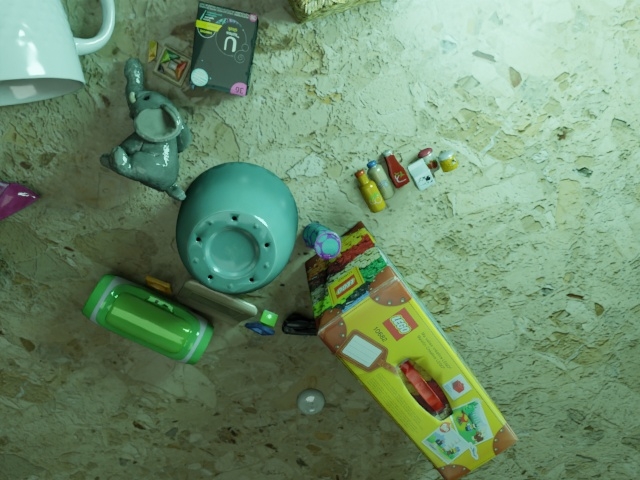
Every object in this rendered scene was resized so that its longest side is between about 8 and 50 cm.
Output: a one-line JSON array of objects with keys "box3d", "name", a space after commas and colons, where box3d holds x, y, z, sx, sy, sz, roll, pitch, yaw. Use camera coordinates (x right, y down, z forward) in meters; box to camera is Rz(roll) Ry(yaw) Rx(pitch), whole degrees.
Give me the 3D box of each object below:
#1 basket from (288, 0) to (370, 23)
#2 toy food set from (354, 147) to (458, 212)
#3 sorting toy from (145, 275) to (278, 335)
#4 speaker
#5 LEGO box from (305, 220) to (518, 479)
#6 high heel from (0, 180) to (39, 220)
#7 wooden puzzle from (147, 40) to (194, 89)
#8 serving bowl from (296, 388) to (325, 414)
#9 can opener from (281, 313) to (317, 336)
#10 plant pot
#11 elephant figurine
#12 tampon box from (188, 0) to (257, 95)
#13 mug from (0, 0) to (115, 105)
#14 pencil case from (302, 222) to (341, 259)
[{"box3d": [0.066, -0.570, 0.887, 0.299, 0.223, 0.214, -16, 110, 1], "name": "basket"}, {"box3d": [0.196, -0.172, 1.097, 0.232, 0.111, 0.105, -28, 110, 7], "name": "toy food set"}, {"box3d": [-0.259, 0.146, 1.155, 0.347, 0.196, 0.047, 26, 64, -14], "name": "sorting toy"}, {"box3d": [-0.423, 0.198, 1.159, 0.296, 0.131, 0.131, 30, 104, -15], "name": "speaker"}, {"box3d": [0.192, 0.243, 1.106, 0.193, 0.372, 0.500, -36, 109, 7], "name": "LEGO box"}, {"box3d": [-0.751, -0.028, 1.080, 0.117, 0.082, 0.244, 23, 101, -23], "name": "high heel"}, {"box3d": [-0.326, -0.384, 1.022, 0.116, 0.014, 0.079, 19, 106, -12], "name": "wooden puzzle"}, {"box3d": [-0.027, 0.473, 1.347, 0.083, 0.027, 0.083, -2, 109, -6], "name": "serving bowl"}, {"box3d": [-0.014, 0.234, 1.250, 0.186, 0.073, 0.059, 8, 101, -18], "name": "can opener"}, {"box3d": [-0.189, -0.013, 1.050, 0.292, 0.235, 0.293, -2, 109, -6], "name": "plant pot"}, {"box3d": [-0.358, -0.242, 1.005, 0.186, 0.169, 0.239, 26, 89, -43], "name": "elephant figurine"}, {"box3d": [-0.202, -0.399, 0.982, 0.120, 0.101, 0.161, 9, 108, -8], "name": "tampon box"}, {"box3d": [-0.581, -0.446, 0.864, 0.374, 0.276, 0.328, -19, 105, -31], "name": "mug"}, {"box3d": [0.000, 0.000, 1.117, 0.064, 0.151, 0.070, 17, 97, -15], "name": "pencil case"}]
